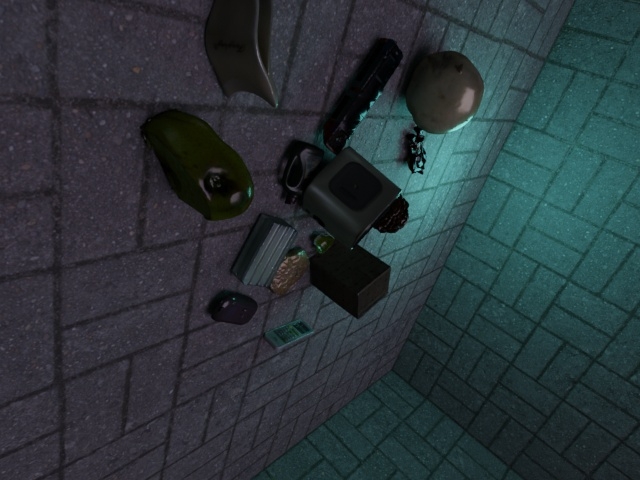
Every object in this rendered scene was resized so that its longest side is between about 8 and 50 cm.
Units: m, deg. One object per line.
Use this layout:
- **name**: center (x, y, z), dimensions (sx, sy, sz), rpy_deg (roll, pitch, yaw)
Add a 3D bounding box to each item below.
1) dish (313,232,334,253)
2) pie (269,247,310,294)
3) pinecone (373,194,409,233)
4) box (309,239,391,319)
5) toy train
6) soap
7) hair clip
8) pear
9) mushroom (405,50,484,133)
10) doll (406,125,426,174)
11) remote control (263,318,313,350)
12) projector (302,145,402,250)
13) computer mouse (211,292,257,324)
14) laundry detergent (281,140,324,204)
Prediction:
- **dish**: center (0.000, 0.000, 1.787), dimensions (0.091, 0.039, 0.137), rpy_deg (-49, 149, 1)
- **pie**: center (-0.131, 0.122, 1.711), dimensions (0.218, 0.052, 0.185), rpy_deg (-48, 151, -8)
- **pinecone**: center (0.315, -0.128, 1.959), dimensions (0.208, 0.208, 0.207), rpy_deg (-35, 145, -30)
- **box**: center (0.128, 0.155, 1.871), dimensions (0.225, 0.297, 0.190), rpy_deg (-35, 142, -29)
- **toy train**: center (0.129, -0.485, 1.434), dimensions (0.086, 0.089, 0.409), rpy_deg (30, 96, -49)
- **soap**: center (-0.201, 0.041, 1.501), dimensions (0.150, 0.094, 0.261), rpy_deg (16, 108, -53)
- **hair clip**: center (-0.177, -0.462, 0.967), dimensions (0.113, 0.173, 0.281), rpy_deg (-21, 127, -55)
- **pear**: center (-0.272, -0.179, 1.018), dimensions (0.164, 0.255, 0.238), rpy_deg (-39, 141, -23)
- **mushroom**: center (0.506, -0.603, 1.701), dimensions (0.336, 0.315, 0.314), rpy_deg (-53, 158, -48)
- **doll**: center (0.451, -0.409, 1.975), dimensions (0.127, 0.088, 0.248), rpy_deg (-30, 137, -2)
- **remote control**: center (-0.144, 0.435, 1.956), dimensions (0.250, 0.103, 0.034), rpy_deg (-10, 131, -49)
- **projector**: center (0.107, -0.144, 1.512), dimensions (0.248, 0.249, 0.248), rpy_deg (-47, 172, -15)
- **computer mouse**: center (-0.320, 0.258, 1.576), dimensions (0.120, 0.057, 0.232), rpy_deg (-55, 152, 1)
- **laundry detergent**: center (-0.077, -0.219, 1.425), dimensions (0.144, 0.078, 0.221), rpy_deg (-2, 124, -57)
